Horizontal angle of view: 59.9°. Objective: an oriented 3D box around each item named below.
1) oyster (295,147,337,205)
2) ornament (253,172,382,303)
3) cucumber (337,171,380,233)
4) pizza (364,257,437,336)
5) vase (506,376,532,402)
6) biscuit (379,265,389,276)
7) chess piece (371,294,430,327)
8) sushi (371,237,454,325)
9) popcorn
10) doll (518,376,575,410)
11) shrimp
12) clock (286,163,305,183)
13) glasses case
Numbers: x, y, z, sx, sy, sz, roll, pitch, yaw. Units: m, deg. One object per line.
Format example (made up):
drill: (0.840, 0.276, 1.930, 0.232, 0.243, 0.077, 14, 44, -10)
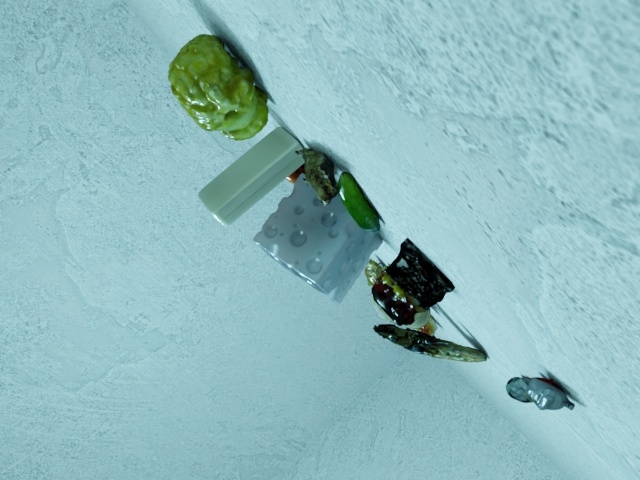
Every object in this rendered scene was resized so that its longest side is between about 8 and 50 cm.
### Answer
oyster: (0.000, -0.151, 1.335, 0.345, 0.078, 0.129, -109, -4, -69)
ornament: (0.000, 0.000, 1.597, 0.239, 0.240, 0.239, 32, 172, 25)
cucumber: (0.094, -0.076, 1.320, 0.056, 0.056, 0.250, 45, 177, 43)
pizza: (0.273, 0.211, 2.298, 0.406, 0.130, 0.440, 46, 179, -34)
vase: (0.498, 0.366, 1.350, 0.060, 0.060, 0.211, 47, 179, 14)
biscuit: (0.253, 0.198, 2.022, 0.266, 0.040, 0.188, -81, -28, -48)
chess piece: (0.287, 0.222, 1.867, 0.167, 0.167, 0.299, 46, -178, 27)
sushi: (0.206, 0.116, 1.320, 0.153, 0.150, 0.172, 46, 178, 15)
popcorn: (-0.240, -0.362, 1.288, 0.226, 0.173, 0.286, 62, -168, 11)
doll: (0.456, 0.310, 1.135, 0.104, 0.062, 0.194, 48, -175, 17)
shrimp: (0.347, 0.321, 1.730, 0.364, 0.071, 0.233, 19, 166, -9)
clock: (-0.087, -0.227, 1.705, 0.205, 0.051, 0.205, 32, -163, -11)
glasses case: (-0.189, -0.180, 1.550, 0.131, 0.312, 0.070, 45, 174, 44)
